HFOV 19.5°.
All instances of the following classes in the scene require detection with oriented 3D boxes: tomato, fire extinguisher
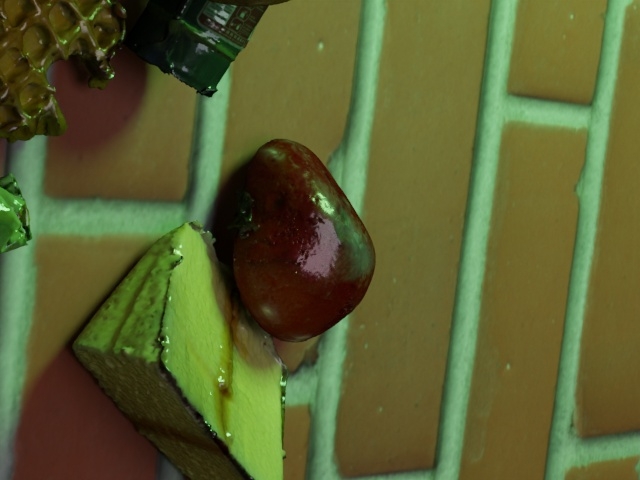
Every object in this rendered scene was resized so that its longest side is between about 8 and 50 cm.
[{"bbox_3d":[0.000,0.000,1.747,0.173,0.099,0.189,31,63,-50],"label":"tomato"},{"bbox_3d":[-0.053,-0.265,1.586,0.294,0.093,0.118,-57,149,5],"label":"fire extinguisher"}]

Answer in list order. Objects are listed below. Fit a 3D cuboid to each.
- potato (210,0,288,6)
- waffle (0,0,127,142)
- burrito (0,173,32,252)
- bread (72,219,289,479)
[{"bbox_3d":[-0.123,-0.340,1.455,0.369,0.176,0.195,54,46,-12],"label":"potato"},{"bbox_3d":[-0.244,-0.194,1.494,0.229,0.051,0.231,4,95,-46],"label":"waffle"},{"bbox_3d":[-0.332,-0.043,1.427,0.288,0.054,0.104,8,90,-47],"label":"burrito"},{"bbox_3d":[-0.084,0.107,1.672,0.178,0.135,0.240,-55,133,-24],"label":"bread"}]
